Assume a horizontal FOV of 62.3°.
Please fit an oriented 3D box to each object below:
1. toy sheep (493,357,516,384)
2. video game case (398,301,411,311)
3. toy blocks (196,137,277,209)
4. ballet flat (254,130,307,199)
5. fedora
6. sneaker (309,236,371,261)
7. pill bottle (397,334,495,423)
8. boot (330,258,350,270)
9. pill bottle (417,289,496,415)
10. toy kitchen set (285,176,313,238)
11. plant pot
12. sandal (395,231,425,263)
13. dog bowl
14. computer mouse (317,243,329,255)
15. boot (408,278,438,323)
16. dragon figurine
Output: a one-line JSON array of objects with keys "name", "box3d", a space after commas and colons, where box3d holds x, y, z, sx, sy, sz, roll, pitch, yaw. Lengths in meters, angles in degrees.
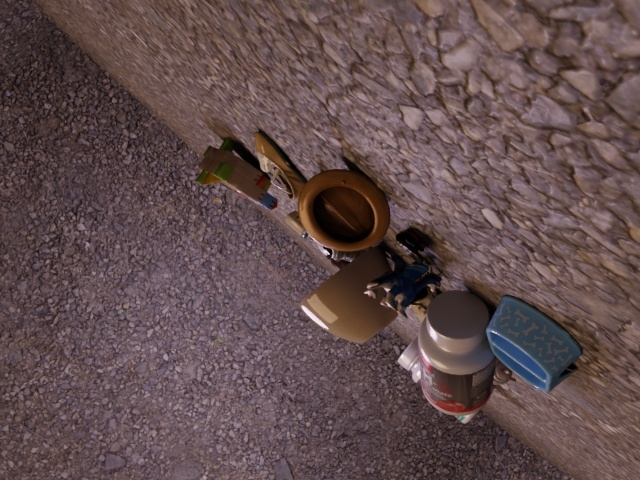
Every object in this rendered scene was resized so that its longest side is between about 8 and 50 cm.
[{"name": "toy sheep", "box3d": [0.500, 0.365, 1.489, 0.091, 0.091, 0.132, 42, 160, -1]}, {"name": "video game case", "box3d": [0.289, 0.201, 1.921, 0.196, 0.026, 0.274, 45, 174, -28]}, {"name": "toy blocks", "box3d": [-0.290, -0.227, 1.951, 0.261, 0.190, 0.381, 32, 178, -26]}, {"name": "ballet flat", "box3d": [-0.117, -0.194, 1.432, 0.232, 0.073, 0.080, 46, 172, -37]}, {"name": "fedora", "box3d": [0.050, -0.069, 1.072, 0.194, 0.194, 0.079, 44, -150, -18]}, {"name": "sneaker", "box3d": [0.062, 0.020, 1.613, 0.281, 0.115, 0.105, 43, 175, -36]}, {"name": "pill bottle", "box3d": [0.511, 0.554, 2.179, 0.361, 0.204, 0.204, 40, 174, 19]}, {"name": "boot", "box3d": [0.105, 0.095, 1.752, 0.248, 0.090, 0.207, 23, -170, 26]}, {"name": "pill bottle", "box3d": [0.318, 0.261, 1.234, 0.176, 0.176, 0.318, 37, 154, 38]}, {"name": "toy kitchen set", "box3d": [0.032, -0.085, 1.340, 0.122, 0.166, 0.207, 41, -149, 9]}, {"name": "plant pot", "box3d": [0.107, 0.174, 1.478, 0.191, 0.284, 0.284, 53, 175, 8]}, {"name": "sandal", "box3d": [0.191, 0.004, 1.113, 0.067, 0.040, 0.179, 48, -172, -5]}, {"name": "dog bowl", "box3d": [0.404, 0.210, 1.026, 0.166, 0.074, 0.297, 38, 173, 32]}, {"name": "computer mouse", "box3d": [0.000, 0.000, 1.723, 0.193, 0.042, 0.106, 47, 169, 53]}, {"name": "boot", "box3d": [0.328, 0.207, 1.418, 0.262, 0.095, 0.203, 39, 172, 47]}, {"name": "dragon figurine", "box3d": [0.172, 0.076, 1.130, 0.085, 0.144, 0.289, 26, 174, 37]}]
